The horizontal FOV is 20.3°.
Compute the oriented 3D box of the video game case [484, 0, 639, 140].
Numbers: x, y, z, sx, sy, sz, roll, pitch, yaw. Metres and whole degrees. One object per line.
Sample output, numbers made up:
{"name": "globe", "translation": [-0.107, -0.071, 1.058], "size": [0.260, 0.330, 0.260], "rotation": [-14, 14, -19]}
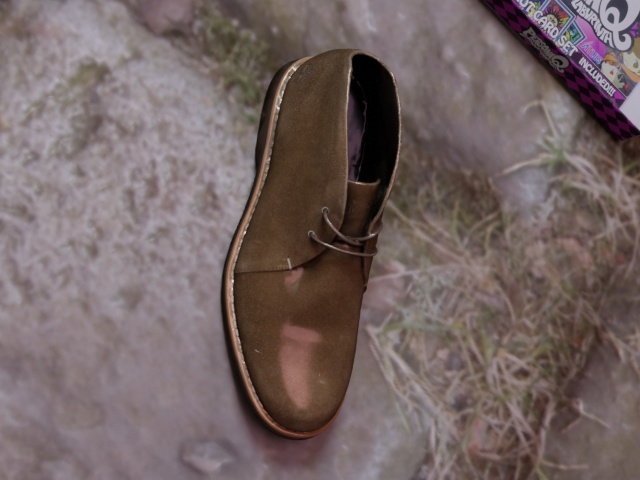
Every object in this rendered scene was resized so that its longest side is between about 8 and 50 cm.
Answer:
{"name": "video game case", "translation": [0.246, -0.240, 1.552], "size": [0.232, 0.042, 0.210], "rotation": [44, 67, -15]}

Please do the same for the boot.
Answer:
{"name": "boot", "translation": [0.000, 0.000, 1.368], "size": [0.112, 0.115, 0.305], "rotation": [8, 82, -27]}
